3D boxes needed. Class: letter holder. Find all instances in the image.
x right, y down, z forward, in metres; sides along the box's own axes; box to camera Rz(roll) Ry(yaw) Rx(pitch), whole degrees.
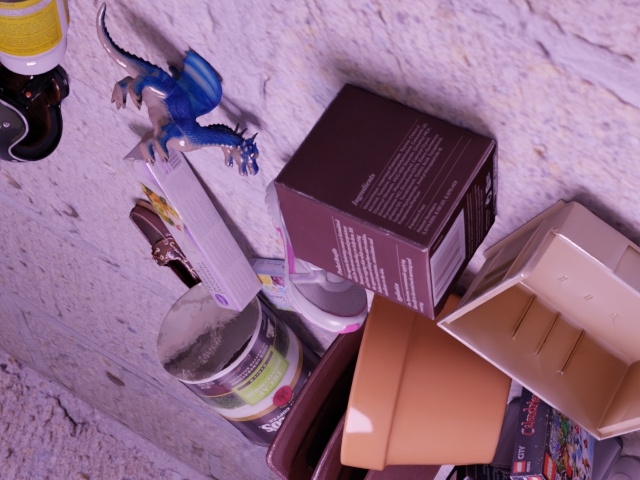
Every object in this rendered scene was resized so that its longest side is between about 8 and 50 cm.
[{"bbox_3d":[0.083,0.284,1.857,0.152,0.302,0.214,6,143,47],"label":"letter holder"}]

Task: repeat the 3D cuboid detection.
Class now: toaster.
[{"bbox_3d":[0.351,0.332,1.799,0.129,0.146,0.227,45,154,-25],"label":"toaster"}]

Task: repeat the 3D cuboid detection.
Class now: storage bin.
[{"bbox_3d":[0.321,0.101,1.427,0.262,0.123,0.260,36,157,-4],"label":"storage bin"}]

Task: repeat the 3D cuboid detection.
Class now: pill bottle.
[{"bbox_3d":[-0.393,-0.314,1.558,0.119,0.119,0.208,30,156,9],"label":"pill bottle"}]

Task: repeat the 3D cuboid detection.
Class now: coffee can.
[{"bbox_3d":[-0.129,0.217,2.087,0.201,0.201,0.275,14,157,38],"label":"coffee can"}]

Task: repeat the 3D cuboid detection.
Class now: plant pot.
[{"bbox_3d":[0.159,0.190,1.654,0.203,0.291,0.291,11,153,7],"label":"plant pot"}]

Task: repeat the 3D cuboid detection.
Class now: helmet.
[{"bbox_3d":[-0.474,-0.203,1.823,0.169,0.169,0.161,34,141,-1],"label":"helmet"}]

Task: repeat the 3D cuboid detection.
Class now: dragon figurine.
[{"bbox_3d":[-0.189,-0.194,1.566,0.085,0.144,0.289,-7,115,59],"label":"dragon figurine"}]

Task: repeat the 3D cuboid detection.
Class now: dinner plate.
[{"bbox_3d":[0.471,0.401,1.816,0.017,0.141,0.141,-5,165,-19],"label":"dinner plate"}]

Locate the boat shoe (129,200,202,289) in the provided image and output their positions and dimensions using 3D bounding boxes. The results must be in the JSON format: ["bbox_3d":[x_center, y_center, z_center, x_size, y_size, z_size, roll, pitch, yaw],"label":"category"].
[{"bbox_3d":[-0.257,0.019,2.078,0.207,0.073,0.073,41,158,-13],"label":"boat shoe"}]

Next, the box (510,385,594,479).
[{"bbox_3d":[0.318,0.257,1.592,0.044,0.233,0.159,-12,134,30],"label":"box"}]

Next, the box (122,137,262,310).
[{"bbox_3d":[-0.198,-0.025,1.881,0.063,0.067,0.324,9,140,44],"label":"box"}]

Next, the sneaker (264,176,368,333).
[{"bbox_3d":[0.000,0.000,1.565,0.252,0.103,0.111,68,154,20],"label":"sneaker"}]

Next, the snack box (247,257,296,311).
[{"bbox_3d":[-0.056,0.076,1.968,0.141,0.037,0.100,4,144,51],"label":"snack box"}]

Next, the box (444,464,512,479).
[{"bbox_3d":[0.262,0.407,1.664,0.207,0.108,0.153,33,-173,5],"label":"box"}]

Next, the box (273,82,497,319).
[{"bbox_3d":[0.082,-0.046,1.399,0.203,0.167,0.168,25,155,21],"label":"box"}]
